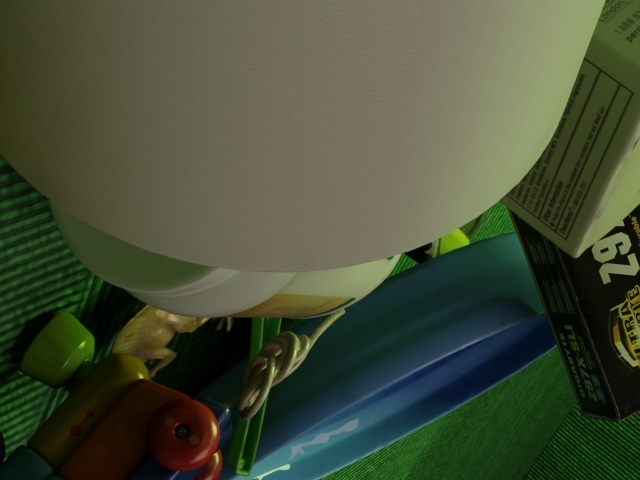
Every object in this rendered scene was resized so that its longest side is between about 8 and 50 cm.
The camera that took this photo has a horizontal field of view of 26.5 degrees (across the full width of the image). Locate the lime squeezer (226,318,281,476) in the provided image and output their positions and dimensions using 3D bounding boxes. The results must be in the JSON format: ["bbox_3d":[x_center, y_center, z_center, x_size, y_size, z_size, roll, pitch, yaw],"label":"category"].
[{"bbox_3d":[0.000,0.000,0.896,0.059,0.110,0.310,27,107,-27],"label":"lime squeezer"}]

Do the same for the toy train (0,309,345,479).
[{"bbox_3d":[-0.118,0.093,0.827,0.248,0.143,0.105,-49,170,-17],"label":"toy train"}]

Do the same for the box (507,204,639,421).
[{"bbox_3d":[0.255,-0.067,0.968,0.257,0.322,0.079,-21,-177,-11],"label":"box"}]

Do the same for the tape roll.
[{"bbox_3d":[-0.013,-0.133,0.465,0.246,0.246,0.169,-39,158,-27],"label":"tape roll"}]

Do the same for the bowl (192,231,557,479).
[{"bbox_3d":[0.048,0.113,1.131,0.391,0.077,0.391,-26,165,-7],"label":"bowl"}]

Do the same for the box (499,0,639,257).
[{"bbox_3d":[0.104,-0.130,0.739,0.127,0.232,0.148,-39,158,-29],"label":"box"}]

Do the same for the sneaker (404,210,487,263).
[{"bbox_3d":[0.077,-0.059,1.044,0.121,0.111,0.300,-59,167,-3],"label":"sneaker"}]

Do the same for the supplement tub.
[{"bbox_3d":[-0.043,-0.030,0.739,0.144,0.144,0.200,-53,161,10],"label":"supplement tub"}]

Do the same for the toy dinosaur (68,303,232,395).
[{"bbox_3d":[-0.100,0.044,0.894,0.093,0.053,0.183,-14,140,-57],"label":"toy dinosaur"}]
